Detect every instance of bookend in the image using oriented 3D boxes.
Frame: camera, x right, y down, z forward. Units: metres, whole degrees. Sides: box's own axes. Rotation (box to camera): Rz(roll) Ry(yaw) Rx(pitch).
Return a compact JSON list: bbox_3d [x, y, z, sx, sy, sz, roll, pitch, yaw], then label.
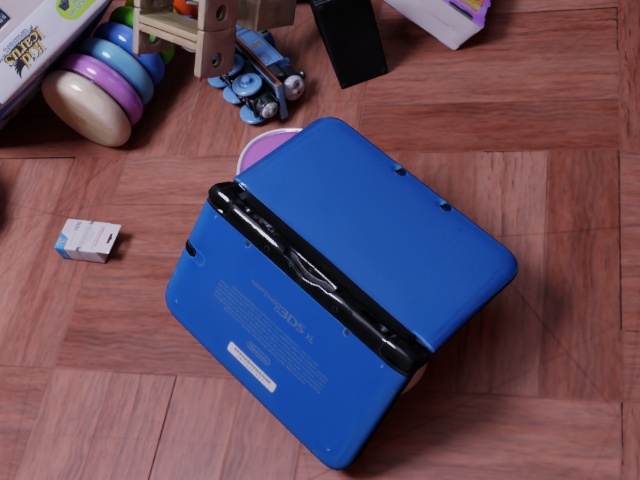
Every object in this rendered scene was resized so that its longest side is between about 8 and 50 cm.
[{"bbox_3d":[0.026,-0.324,1.260,0.072,0.156,0.157,-20,53,3],"label":"bookend"}]

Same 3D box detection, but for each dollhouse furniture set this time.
[{"bbox_3d":[-0.141,-0.308,1.240,0.129,0.129,0.184,26,31,29],"label":"dollhouse furniture set"}]

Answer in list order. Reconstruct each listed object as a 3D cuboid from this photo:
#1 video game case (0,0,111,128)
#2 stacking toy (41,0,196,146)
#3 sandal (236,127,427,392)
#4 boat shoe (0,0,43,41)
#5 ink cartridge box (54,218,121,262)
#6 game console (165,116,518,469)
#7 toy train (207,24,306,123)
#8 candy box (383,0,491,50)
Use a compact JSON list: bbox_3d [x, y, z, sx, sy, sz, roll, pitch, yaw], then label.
[{"bbox_3d":[-0.407,-0.260,1.298,0.244,0.061,0.269,-52,15,-22],"label":"video game case"},{"bbox_3d":[-0.250,-0.298,1.320,0.141,0.141,0.330,22,67,28],"label":"stacking toy"},{"bbox_3d":[0.014,-0.007,1.075,0.169,0.102,0.416,-27,55,-4],"label":"sandal"},{"bbox_3d":[-0.528,-0.318,1.422,0.340,0.127,0.158,-37,24,5],"label":"boat shoe"},{"bbox_3d":[-0.302,0.001,1.205,0.083,0.028,0.048,6,58,20],"label":"ink cartridge box"},{"bbox_3d":[0.014,0.048,0.991,0.293,0.250,0.173,41,31,22],"label":"game console"},{"bbox_3d":[-0.096,-0.241,1.287,0.105,0.080,0.184,-31,53,-14],"label":"toy train"},{"bbox_3d":[0.166,-0.392,1.266,0.165,0.070,0.196,31,60,-17],"label":"candy box"}]
